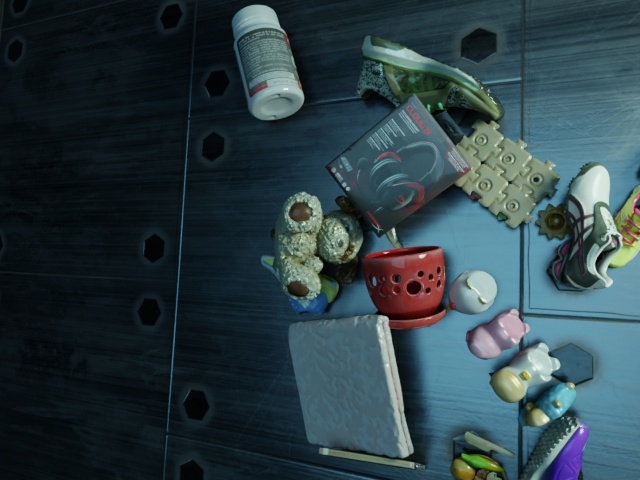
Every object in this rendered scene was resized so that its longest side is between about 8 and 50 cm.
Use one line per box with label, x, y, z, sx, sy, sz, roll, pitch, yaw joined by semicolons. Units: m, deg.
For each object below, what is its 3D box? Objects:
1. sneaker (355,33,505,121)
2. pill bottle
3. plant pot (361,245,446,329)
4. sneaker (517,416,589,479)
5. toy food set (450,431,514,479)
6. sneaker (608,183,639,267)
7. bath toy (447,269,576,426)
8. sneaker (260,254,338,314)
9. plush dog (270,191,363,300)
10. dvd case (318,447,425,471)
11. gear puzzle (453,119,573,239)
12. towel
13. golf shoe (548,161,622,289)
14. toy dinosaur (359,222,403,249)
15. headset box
sneaker;0.258;-0.364;1.150;0.410;0.158;0.182;34;116;24
pill bottle;-0.155;-0.506;1.300;0.161;0.161;0.283;-19;78;19
plant pot;0.200;0.109;1.079;0.191;0.191;0.174;-5;96;22
sneaker;0.515;0.521;0.963;0.146;0.102;0.294;27;100;18
toy food set;0.361;0.557;1.047;0.132;0.038;0.192;17;91;23
sneaker;0.653;-0.037;0.952;0.081;0.094;0.209;26;106;22
bath toy;0.398;0.235;1.026;0.348;0.151;0.129;59;150;15
sneaker;-0.075;0.127;1.241;0.240;0.091;0.126;22;94;22
plush dog;0.000;0.000;1.155;0.225;0.210;0.263;-2;103;-16
dvd case;0.126;0.520;1.083;0.221;0.164;0.018;-2;63;22
gear puzzle;0.457;-0.132;1.081;0.339;0.044;0.175;43;99;17
towel;0.060;0.346;1.109;0.331;0.053;0.317;-16;84;45
golf shoe;0.582;-0.029;0.962;0.120;0.105;0.273;-164;82;-67
toy dinosaur;0.144;-0.083;1.192;0.118;0.064;0.268;-12;84;14
headset box;0.195;-0.181;1.078;0.293;0.110;0.218;-37;87;16
